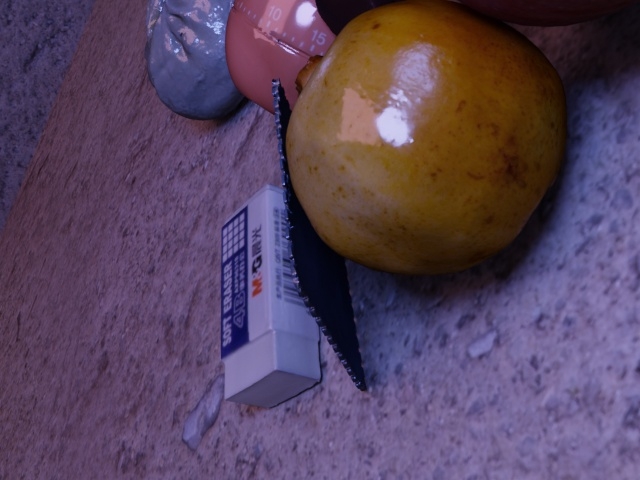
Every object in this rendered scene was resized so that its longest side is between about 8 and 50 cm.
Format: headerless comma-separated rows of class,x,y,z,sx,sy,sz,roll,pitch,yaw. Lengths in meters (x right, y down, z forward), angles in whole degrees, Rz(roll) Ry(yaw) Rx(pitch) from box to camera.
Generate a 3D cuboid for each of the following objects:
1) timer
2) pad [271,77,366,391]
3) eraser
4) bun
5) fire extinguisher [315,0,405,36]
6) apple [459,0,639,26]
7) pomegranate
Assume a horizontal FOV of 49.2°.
timer,-0.004,-0.259,0.896,0.215,0.230,0.229,-58,36,14
pad,0.000,0.000,0.765,0.012,0.269,0.269,-14,53,10
eraser,-0.072,0.072,0.947,0.124,0.081,0.279,-36,47,39
bun,-0.207,-0.401,1.257,0.354,0.194,0.354,-32,51,50
fire extinguisher,0.138,-0.348,0.774,0.337,0.114,0.135,-37,46,-18
apple,0.191,-0.339,0.514,0.345,0.269,0.344,171,90,-79
pomegranate,0.088,-0.094,0.657,0.264,0.264,0.264,-29,51,43
